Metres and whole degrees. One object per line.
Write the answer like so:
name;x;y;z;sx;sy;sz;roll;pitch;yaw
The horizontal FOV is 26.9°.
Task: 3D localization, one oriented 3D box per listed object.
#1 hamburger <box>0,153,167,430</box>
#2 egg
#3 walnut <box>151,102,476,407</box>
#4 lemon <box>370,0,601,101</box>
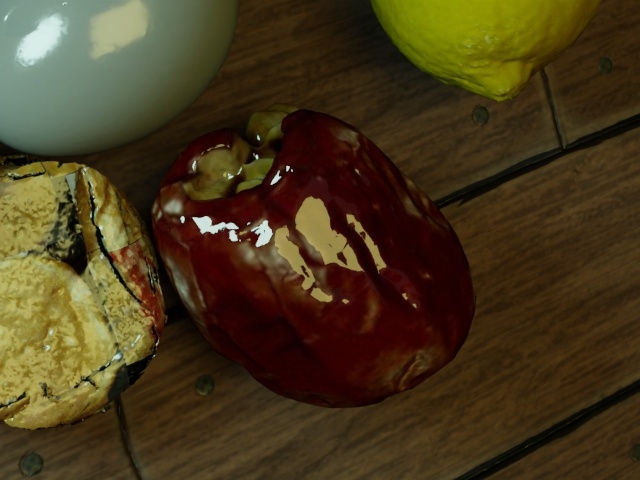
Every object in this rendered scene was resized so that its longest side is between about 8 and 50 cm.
hamburger;-0.237;0.041;1.060;0.231;0.107;0.231;-3;97;-27
egg;-0.172;-0.160;1.047;0.232;0.176;0.176;-45;111;-16
walnut;0.000;0.000;1.129;0.269;0.221;0.244;57;35;-32
lemon;0.147;-0.272;1.185;0.236;0.236;0.263;30;75;-25
